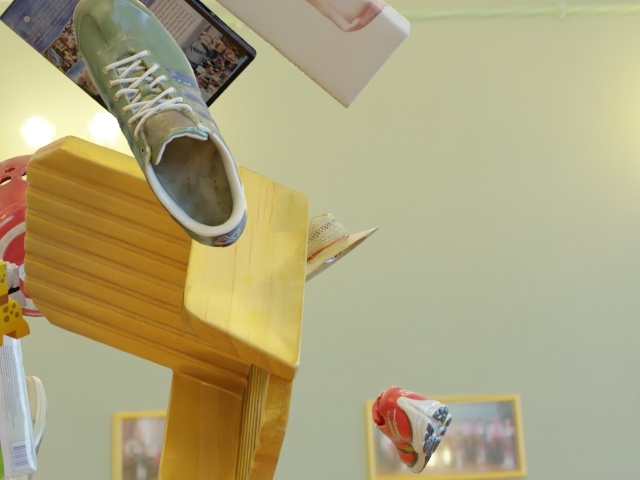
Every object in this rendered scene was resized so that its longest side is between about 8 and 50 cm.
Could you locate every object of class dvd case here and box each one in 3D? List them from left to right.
[{"bbox_3d":[-0.224,-0.240,1.488,0.253,0.022,0.180,41,-67,-14],"label":"dvd case"}]

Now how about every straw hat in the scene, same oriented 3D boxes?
[{"bbox_3d":[0.000,0.000,1.568,0.144,0.061,0.144,-35,-3,-2],"label":"straw hat"}]

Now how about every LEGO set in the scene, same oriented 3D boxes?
[{"bbox_3d":[-0.366,0.065,1.295,0.087,0.093,0.227,14,23,29],"label":"LEGO set"}]

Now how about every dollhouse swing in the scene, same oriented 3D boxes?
[{"bbox_3d":[-0.189,0.108,1.352,0.304,0.315,0.347,9,-43,-6],"label":"dollhouse swing"}]

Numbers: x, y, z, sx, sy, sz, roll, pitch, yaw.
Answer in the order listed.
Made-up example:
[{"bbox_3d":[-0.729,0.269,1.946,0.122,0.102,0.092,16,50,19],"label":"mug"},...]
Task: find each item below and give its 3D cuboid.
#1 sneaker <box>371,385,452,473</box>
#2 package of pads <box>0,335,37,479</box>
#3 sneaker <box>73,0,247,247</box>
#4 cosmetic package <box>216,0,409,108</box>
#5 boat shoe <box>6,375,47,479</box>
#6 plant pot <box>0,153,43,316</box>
[{"bbox_3d":[0.139,0.289,2.034,0.118,0.107,0.279,29,-18,14],"label":"sneaker"},{"bbox_3d":[-0.473,0.197,1.667,0.101,0.229,0.296,-7,-3,-34],"label":"package of pads"},{"bbox_3d":[-0.100,-0.080,0.834,0.064,0.192,0.086,-29,10,-6],"label":"sneaker"},{"bbox_3d":[-0.036,-0.321,1.640,0.296,0.129,0.153,39,14,-9],"label":"cosmetic package"},{"bbox_3d":[-0.479,0.313,1.914,0.089,0.285,0.104,25,-53,-24],"label":"boat shoe"},{"bbox_3d":[-0.386,-0.004,1.724,0.191,0.191,0.174,2,20,-16],"label":"plant pot"}]
